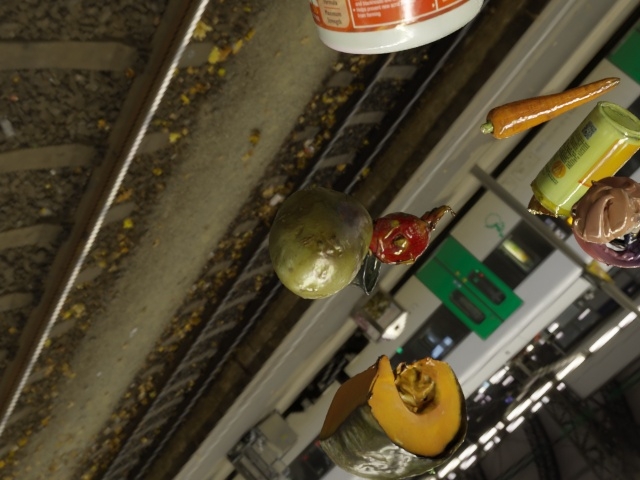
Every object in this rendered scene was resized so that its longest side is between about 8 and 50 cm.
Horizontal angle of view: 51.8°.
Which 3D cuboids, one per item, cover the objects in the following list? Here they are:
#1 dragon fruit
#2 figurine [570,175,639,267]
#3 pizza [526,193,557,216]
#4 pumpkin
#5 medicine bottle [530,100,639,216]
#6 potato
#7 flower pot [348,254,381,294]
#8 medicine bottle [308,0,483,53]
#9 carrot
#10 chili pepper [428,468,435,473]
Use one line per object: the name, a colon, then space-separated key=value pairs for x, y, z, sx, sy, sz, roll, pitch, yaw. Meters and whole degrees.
dragon fruit: x=0.210 y=-0.024 z=1.518 sx=0.246 sy=0.125 sz=0.125 roll=-30 pitch=-168 yaw=-24
figurine: x=0.373 y=-0.035 z=0.848 sx=0.126 sy=0.114 sz=0.157 roll=-15 pitch=152 yaw=42
pizza: x=0.561 y=-0.141 z=1.528 sx=0.134 sy=0.056 sz=0.271 roll=-90 pitch=-164 yaw=-49
pumpkin: x=0.167 y=0.399 z=1.468 sx=0.303 sy=0.256 sz=0.225 roll=13 pitch=148 yaw=-28
medicine bottle: x=0.526 y=-0.152 z=1.313 sx=0.124 sy=0.124 sz=0.238 roll=-33 pitch=159 yaw=-44
potato: x=0.000 y=0.000 z=1.340 sx=0.173 sy=0.210 sz=0.307 roll=-48 pitch=-169 yaw=28
flower pot: x=0.090 y=0.056 z=1.716 sx=0.157 sy=0.107 sz=0.157 roll=8 pitch=90 yaw=-70
medicine bottle: x=0.092 y=-0.418 z=0.916 sx=0.252 sy=0.253 sz=0.240 roll=-39 pitch=132 yaw=-28
carrot: x=0.418 y=-0.249 z=1.213 sx=0.257 sy=0.061 sz=0.061 roll=-19 pitch=171 yaw=10
chili pepper: x=0.248 y=0.547 z=1.614 sx=0.027 sy=0.083 sz=0.022 roll=-40 pitch=-160 yaw=33
